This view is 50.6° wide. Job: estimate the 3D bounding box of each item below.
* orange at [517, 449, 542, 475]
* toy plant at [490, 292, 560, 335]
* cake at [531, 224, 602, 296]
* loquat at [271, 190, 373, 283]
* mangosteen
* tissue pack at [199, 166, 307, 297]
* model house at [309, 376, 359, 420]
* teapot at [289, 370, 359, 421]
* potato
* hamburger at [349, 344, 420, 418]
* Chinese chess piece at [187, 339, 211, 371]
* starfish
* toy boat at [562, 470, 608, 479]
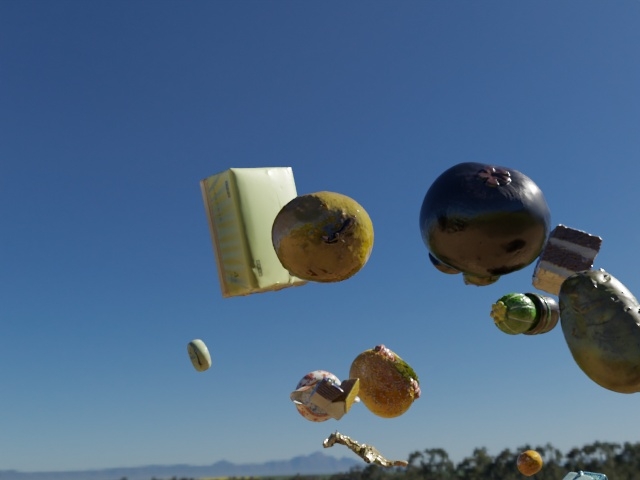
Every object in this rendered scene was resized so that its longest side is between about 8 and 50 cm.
[{"bbox_3d":[0.662,0.705,2.145,0.083,0.070,0.083,-21,-27,-11],"label":"orange"},{"bbox_3d":[0.431,0.156,1.445,0.162,0.093,0.093,6,-20,-31],"label":"toy plant"},{"bbox_3d":[0.618,0.059,1.709,0.134,0.147,0.135,18,-24,12],"label":"cake"},{"bbox_3d":[0.000,0.000,1.140,0.172,0.150,0.204,4,-21,-19],"label":"loquat"},{"bbox_3d":[0.350,-0.015,1.473,0.274,0.275,0.302,-1,-49,-2],"label":"mangosteen"},{"bbox_3d":[-0.119,-0.016,1.290,0.159,0.234,0.125,-6,-7,-43],"label":"tissue pack"},{"bbox_3d":[0.041,0.376,1.692,0.100,0.088,0.100,34,-41,4],"label":"model house"},{"bbox_3d":[0.007,0.495,2.152,0.245,0.159,0.116,2,-12,-19],"label":"teapot"},{"bbox_3d":[0.521,0.166,1.234,0.149,0.251,0.113,-28,-30,13],"label":"potato"},{"bbox_3d":[0.184,0.409,1.964,0.173,0.210,0.116,-37,-17,-12],"label":"hamburger"},{"bbox_3d":[-0.312,0.295,1.730,0.034,0.084,0.084,-20,-9,-28],"label":"Chinese chess piece"},{"bbox_3d":[0.110,0.500,1.618,0.209,0.053,0.150,19,-2,1],"label":"starfish"},{"bbox_3d":[0.650,0.725,1.779,0.331,0.133,0.145,-29,8,-31],"label":"toy boat"}]
